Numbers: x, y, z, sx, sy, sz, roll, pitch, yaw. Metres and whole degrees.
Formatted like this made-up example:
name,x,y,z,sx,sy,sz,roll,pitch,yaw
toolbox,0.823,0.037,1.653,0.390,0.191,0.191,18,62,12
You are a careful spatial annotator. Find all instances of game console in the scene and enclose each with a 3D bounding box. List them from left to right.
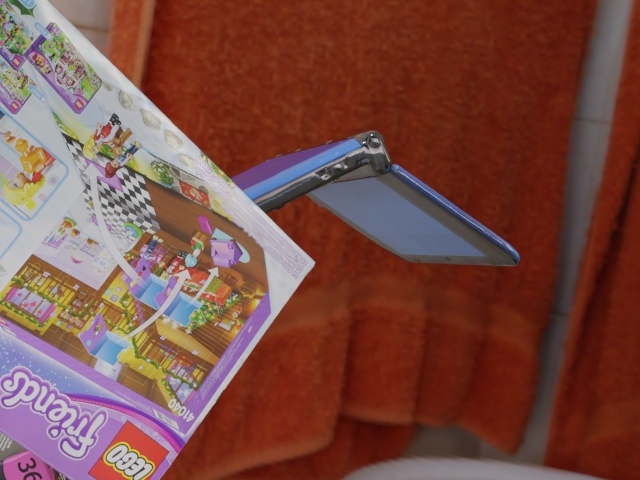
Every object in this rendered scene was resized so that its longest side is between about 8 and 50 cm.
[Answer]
name,x,y,z,sx,sy,sz,roll,pitch,yaw
game console,0.000,0.000,1.147,0.250,0.173,0.293,-27,7,-16

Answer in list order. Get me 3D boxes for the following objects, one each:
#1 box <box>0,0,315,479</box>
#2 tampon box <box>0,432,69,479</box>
name,x,y,z,sx,sy,sz,roll,pitch,yaw
box,-0.160,0.002,0.689,0.293,0.201,0.057,46,-18,-32
tampon box,-0.238,0.207,0.808,0.161,0.120,0.101,-22,8,-3
